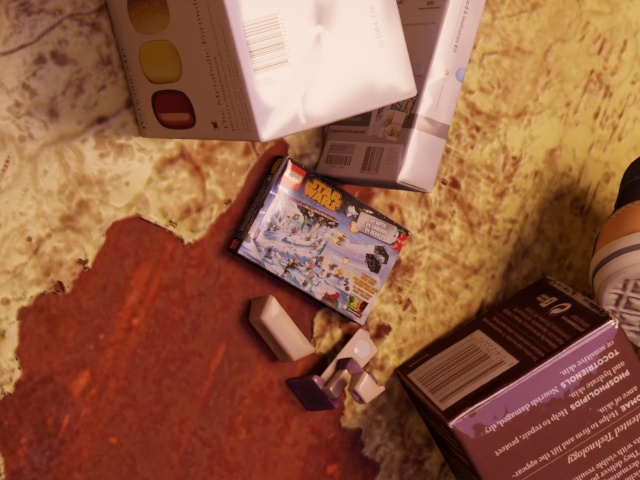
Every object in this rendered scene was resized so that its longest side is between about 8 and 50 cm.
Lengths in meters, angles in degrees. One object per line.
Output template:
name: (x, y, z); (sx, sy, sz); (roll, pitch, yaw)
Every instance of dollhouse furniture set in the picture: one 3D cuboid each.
dollhouse furniture set: (0.007, 0.074, 1.497); (0.114, 0.091, 0.081); (53, 57, -16)

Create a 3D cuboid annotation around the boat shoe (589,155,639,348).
boat shoe: (0.415, 0.083, 1.614); (0.500, 0.187, 0.156); (38, 47, -37)

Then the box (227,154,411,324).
box: (0.000, 0.000, 1.509); (0.137, 0.027, 0.094); (32, 82, -24)

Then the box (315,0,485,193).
box: (0.066, -0.135, 1.466); (0.038, 0.145, 0.186); (16, 86, -28)

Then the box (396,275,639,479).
box: (0.199, 0.169, 1.522); (0.167, 0.168, 0.203); (-32, 107, -6)

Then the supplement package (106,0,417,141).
supplement package: (-0.053, -0.156, 1.352); (0.134, 0.244, 0.139); (-18, 101, -24)
